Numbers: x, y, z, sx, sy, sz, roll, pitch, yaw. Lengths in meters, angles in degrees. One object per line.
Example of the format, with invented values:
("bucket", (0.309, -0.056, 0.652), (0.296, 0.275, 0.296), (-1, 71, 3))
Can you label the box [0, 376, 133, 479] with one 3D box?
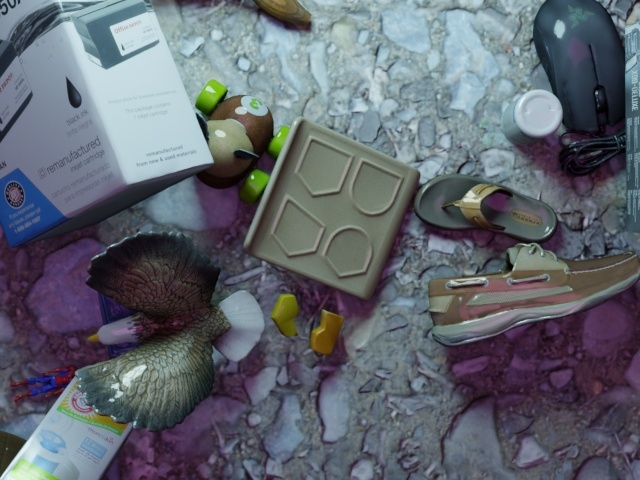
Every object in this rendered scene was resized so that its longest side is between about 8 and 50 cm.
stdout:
("box", (-0.354, 0.308, 1.374), (0.114, 0.103, 0.203), (31, 45, -1))

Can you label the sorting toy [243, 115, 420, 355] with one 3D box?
("sorting toy", (0.000, 0.000, 1.442), (0.229, 0.041, 0.307), (22, 89, -25))

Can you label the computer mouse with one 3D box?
("computer mouse", (0.410, -0.248, 1.469), (0.189, 0.072, 0.272), (-22, 91, -1))

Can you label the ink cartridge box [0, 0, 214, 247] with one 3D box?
("ink cartridge box", (-0.355, -0.225, 1.332), (0.286, 0.166, 0.394), (-22, 90, 39))

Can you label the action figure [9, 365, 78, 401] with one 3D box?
("action figure", (-0.399, 0.211, 1.464), (0.115, 0.030, 0.038), (-15, 85, -4))

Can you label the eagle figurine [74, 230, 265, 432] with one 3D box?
("eagle figurine", (-0.214, 0.115, 1.334), (0.225, 0.298, 0.226), (-43, 91, -2))

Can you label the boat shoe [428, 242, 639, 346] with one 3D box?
("boat shoe", (0.310, 0.060, 1.443), (0.325, 0.123, 0.116), (-16, 88, -3))

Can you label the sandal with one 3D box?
("sandal", (0.250, -0.044, 1.468), (0.220, 0.060, 0.089), (17, 89, -2))

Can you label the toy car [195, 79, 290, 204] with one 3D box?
("toy car", (-0.127, -0.145, 1.393), (0.155, 0.188, 0.149), (33, 89, -2))

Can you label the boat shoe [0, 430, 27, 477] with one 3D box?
("boat shoe", (-0.514, 0.340, 1.428), (0.341, 0.121, 0.110), (25, 124, -5))

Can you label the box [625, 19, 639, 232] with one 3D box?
("box", (0.566, -0.163, 1.441), (0.243, 0.076, 0.307), (0, 90, -19))

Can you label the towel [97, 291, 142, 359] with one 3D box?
("towel", (-0.290, 0.114, 1.466), (0.067, 0.029, 0.119), (-10, 90, -3))

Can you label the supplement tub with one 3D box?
("supplement tub", (0.308, -0.179, 1.447), (0.071, 0.107, 0.070), (0, 90, -2))

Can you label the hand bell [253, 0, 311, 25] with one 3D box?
("hand bell", (-0.123, -0.381, 1.453), (0.242, 0.126, 0.126), (25, 89, -15))
